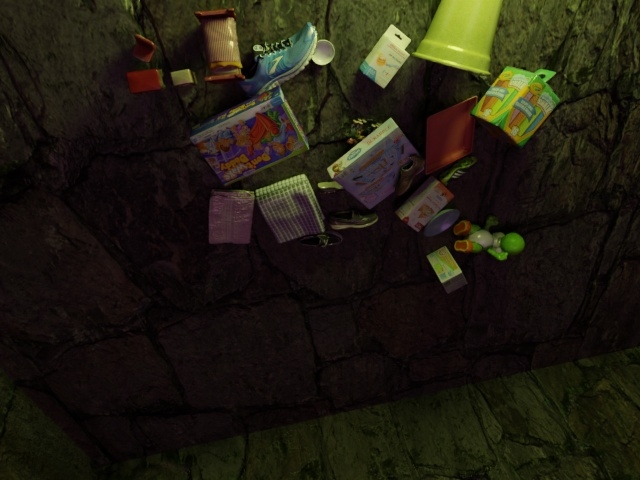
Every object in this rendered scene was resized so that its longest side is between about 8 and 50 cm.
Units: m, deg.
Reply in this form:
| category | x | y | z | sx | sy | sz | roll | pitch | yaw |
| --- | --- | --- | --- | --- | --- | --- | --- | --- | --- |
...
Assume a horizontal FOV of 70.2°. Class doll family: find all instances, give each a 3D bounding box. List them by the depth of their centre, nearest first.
| category | x | y | z | sx | sy | sz | roll | pitch | yaw |
| --- | --- | --- | --- | --- | --- | --- | --- | --- | --- |
| doll family | 0.175 | -0.413 | 1.796 | 0.193 | 0.076 | 0.111 | 7 | 123 | -22 |

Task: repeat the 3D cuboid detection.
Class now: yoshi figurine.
| category | x | y | z | sx | sy | sz | roll | pitch | yaw |
| --- | --- | --- | --- | --- | --- | --- | --- | --- | --- |
| yoshi figurine | 0.844 | -0.001 | 2.223 | 0.363 | 0.203 | 0.203 | 8 | 120 | -23 |

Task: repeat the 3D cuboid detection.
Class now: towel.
| category | x | y | z | sx | sy | sz | roll | pitch | yaw |
| --- | --- | --- | --- | --- | --- | --- | --- | --- | --- |
| towel | -0.121 | -0.121 | 1.940 | 0.235 | 0.121 | 0.283 | -20 | 131 | 5 |
| towel | -0.382 | -0.095 | 1.949 | 0.187 | 0.049 | 0.282 | 1 | 129 | -13 |

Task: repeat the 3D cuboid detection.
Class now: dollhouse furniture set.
| category | x | y | z | sx | sy | sz | roll | pitch | yaw |
| --- | --- | --- | --- | --- | --- | --- | --- | --- | --- |
| dollhouse furniture set | -0.432 | -0.581 | 1.423 | 0.375 | 0.152 | 0.201 | -9 | 106 | -2 |

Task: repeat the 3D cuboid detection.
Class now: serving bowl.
| category | x | y | z | sx | sy | sz | roll | pitch | yaw |
| --- | --- | --- | --- | --- | --- | --- | --- | --- | --- |
| serving bowl | 0.005 | -0.656 | 1.581 | 0.084 | 0.027 | 0.083 | -6 | 131 | -7 |

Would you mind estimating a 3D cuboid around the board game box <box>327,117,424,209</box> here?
| category | x | y | z | sx | sy | sz | roll | pitch | yaw |
| --- | --- | --- | --- | --- | --- | --- | --- | --- | --- |
| board game box | 0.240 | -0.300 | 1.859 | 0.319 | 0.065 | 0.318 | -36 | 143 | 17 |

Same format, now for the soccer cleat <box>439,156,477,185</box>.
| category | x | y | z | sx | sy | sz | roll | pitch | yaw |
| --- | --- | --- | --- | --- | --- | --- | --- | --- | --- |
| soccer cleat | 0.608 | -0.306 | 2.001 | 0.179 | 0.060 | 0.072 | -31 | 139 | 21 |

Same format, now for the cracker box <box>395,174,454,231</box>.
| category | x | y | z | sx | sy | sz | roll | pitch | yaw |
| --- | --- | --- | --- | --- | --- | --- | --- | --- | --- |
| cracker box | 0.466 | -0.162 | 2.040 | 0.232 | 0.067 | 0.156 | -46 | 138 | 15 |

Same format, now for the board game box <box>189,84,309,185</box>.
| category | x | y | z | sx | sy | sz | roll | pitch | yaw |
| --- | --- | --- | --- | --- | --- | --- | --- | --- | --- |
| board game box | -0.246 | -0.362 | 1.612 | 0.347 | 0.078 | 0.233 | -22 | 133 | 12 |

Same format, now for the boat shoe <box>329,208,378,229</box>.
| category | x | y | z | sx | sy | sz | roll | pitch | yaw |
| --- | --- | --- | --- | --- | --- | --- | --- | --- | --- |
| boat shoe | 0.148 | -0.103 | 2.045 | 0.224 | 0.080 | 0.073 | -9 | 136 | 0 |

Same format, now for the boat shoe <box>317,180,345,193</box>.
| category | x | y | z | sx | sy | sz | roll | pitch | yaw |
| --- | --- | --- | --- | --- | --- | --- | --- | --- | --- |
| boat shoe | 0.053 | -0.224 | 1.944 | 0.133 | 0.048 | 0.042 | -4 | 136 | -7 |

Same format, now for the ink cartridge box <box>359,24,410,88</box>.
| category | x | y | z | sx | sy | sz | roll | pitch | yaw |
| --- | --- | --- | --- | --- | --- | --- | --- | --- | --- |
| ink cartridge box | 0.237 | -0.651 | 1.616 | 0.104 | 0.061 | 0.181 | 24 | 120 | -29 |

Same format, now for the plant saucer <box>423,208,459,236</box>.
| category | x | y | z | sx | sy | sz | roll | pitch | yaw |
| --- | --- | --- | --- | --- | --- | --- | --- | --- | --- |
| plant saucer | 0.563 | -0.093 | 2.151 | 0.195 | 0.037 | 0.195 | -22 | 150 | -13 |

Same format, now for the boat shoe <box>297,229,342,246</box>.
| category | x | y | z | sx | sy | sz | roll | pitch | yaw |
| --- | --- | --- | --- | --- | --- | --- | --- | --- | --- |
| boat shoe | 0.000 | 0.000 | 2.102 | 0.220 | 0.070 | 0.077 | 3 | 129 | -15 |

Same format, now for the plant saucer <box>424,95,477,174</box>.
| category | x | y | z | sx | sy | sz | roll | pitch | yaw |
| --- | --- | --- | --- | --- | --- | --- | --- | --- | --- |
| plant saucer | 0.510 | -0.427 | 1.832 | 0.259 | 0.048 | 0.259 | -27 | 135 | -19 |

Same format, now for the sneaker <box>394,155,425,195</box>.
| category | x | y | z | sx | sy | sz | roll | pitch | yaw |
| --- | --- | --- | --- | --- | --- | --- | --- | --- | --- |
| sneaker | 0.345 | -0.270 | 1.861 | 0.071 | 0.066 | 0.188 | 18 | 124 | -24 |

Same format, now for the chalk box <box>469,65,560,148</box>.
| category | x | y | z | sx | sy | sz | roll | pitch | yaw |
| --- | --- | --- | --- | --- | --- | --- | --- | --- | --- |
| chalk box | 0.761 | -0.536 | 1.742 | 0.179 | 0.180 | 0.288 | 28 | 105 | -31 |

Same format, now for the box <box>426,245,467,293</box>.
| category | x | y | z | sx | sy | sz | roll | pitch | yaw |
| --- | --- | --- | --- | --- | --- | --- | --- | --- | --- |
| box | 0.631 | 0.143 | 2.282 | 0.114 | 0.203 | 0.103 | -30 | 130 | 10 |

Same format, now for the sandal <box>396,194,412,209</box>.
| category | x | y | z | sx | sy | sz | roll | pitch | yaw |
| --- | --- | --- | --- | --- | --- | --- | --- | --- | --- |
| sandal | 0.420 | -0.181 | 2.076 | 0.179 | 0.040 | 0.067 | -23 | 138 | -12 |

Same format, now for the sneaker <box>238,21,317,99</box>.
| category | x | y | z | sx | sy | sz | roll | pitch | yaw |
| --- | --- | --- | --- | --- | --- | --- | --- | --- | --- |
| sneaker | -0.149 | -0.607 | 1.521 | 0.330 | 0.129 | 0.147 | -37 | 130 | 18 |

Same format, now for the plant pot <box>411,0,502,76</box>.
| category | x | y | z | sx | sy | sz | roll | pitch | yaw |
| --- | --- | --- | --- | --- | --- | --- | --- | --- | --- |
| plant pot | 0.474 | -0.711 | 1.515 | 0.276 | 0.276 | 0.253 | 6 | 116 | -18 |
